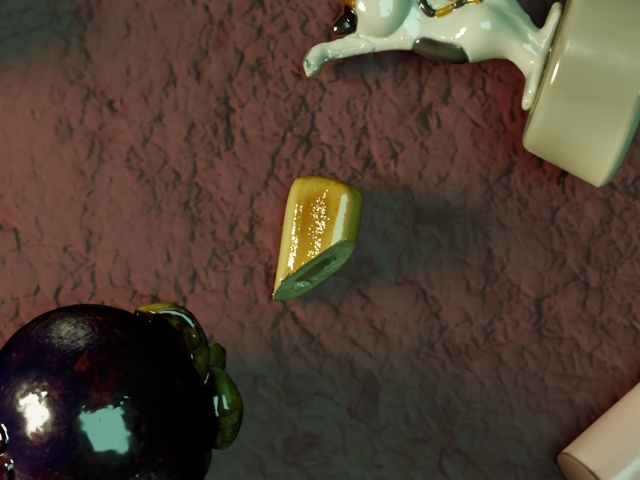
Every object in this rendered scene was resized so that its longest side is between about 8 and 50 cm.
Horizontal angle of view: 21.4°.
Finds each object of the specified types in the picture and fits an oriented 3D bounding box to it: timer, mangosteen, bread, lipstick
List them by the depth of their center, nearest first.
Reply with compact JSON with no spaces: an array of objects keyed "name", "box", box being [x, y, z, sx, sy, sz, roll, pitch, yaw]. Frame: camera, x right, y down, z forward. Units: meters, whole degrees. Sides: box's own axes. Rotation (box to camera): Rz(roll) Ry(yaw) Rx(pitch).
[{"name":"mangosteen","box":[-0.144,0.136,1.256,0.230,0.194,0.194,-16,91,-40]},{"name":"bread","box":[0.000,0.001,1.352,0.062,0.049,0.103,7,86,21]},{"name":"timer","box":[0.132,-0.165,1.361,0.266,0.175,0.175,19,83,4]},{"name":"lipstick","box":[0.345,0.107,1.414,0.327,0.087,0.087,-39,97,-13]}]
